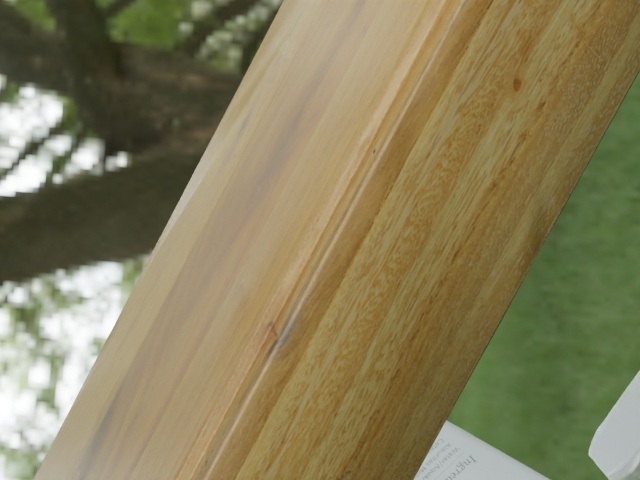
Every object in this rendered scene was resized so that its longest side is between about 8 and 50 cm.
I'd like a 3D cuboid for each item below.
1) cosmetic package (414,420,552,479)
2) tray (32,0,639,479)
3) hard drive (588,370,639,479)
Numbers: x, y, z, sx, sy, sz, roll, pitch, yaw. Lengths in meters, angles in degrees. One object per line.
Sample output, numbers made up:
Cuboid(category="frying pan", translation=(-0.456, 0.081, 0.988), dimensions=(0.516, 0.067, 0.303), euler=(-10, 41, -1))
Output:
Cuboid(category="cosmetic package", translation=(0.041, 0.200, 1.048), dimensions=(0.151, 0.184, 0.151), euler=(-39, -45, -26))
Cuboid(category="tray", translation=(0.000, 0.000, 0.688), dimensions=(0.411, 0.076, 0.203), euler=(-63, 19, 8))
Cuboid(category="hard drive", translation=(0.313, 0.080, 1.001), dimensions=(0.203, 0.307, 0.040), euler=(-58, 37, 17))
